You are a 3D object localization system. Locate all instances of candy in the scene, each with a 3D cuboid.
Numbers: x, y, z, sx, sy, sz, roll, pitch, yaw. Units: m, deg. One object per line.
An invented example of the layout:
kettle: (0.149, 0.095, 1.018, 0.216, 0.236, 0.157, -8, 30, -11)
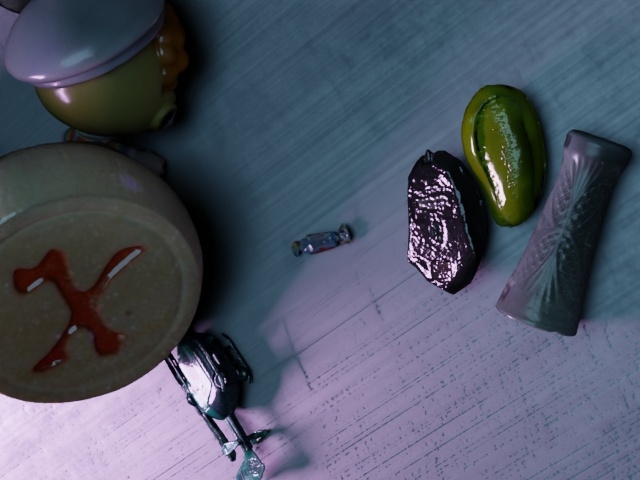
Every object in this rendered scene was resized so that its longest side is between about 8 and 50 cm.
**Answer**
candy: (0.000, 0.000, 1.644, 0.083, 0.020, 0.030, -12, 88, 27)

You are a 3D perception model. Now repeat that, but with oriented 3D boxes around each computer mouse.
computer mouse: (0.150, -0.024, 1.551, 0.099, 0.057, 0.172, -4, 96, 44)

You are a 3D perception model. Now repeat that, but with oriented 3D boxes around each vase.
vase: (0.277, -0.011, 1.481, 0.096, 0.096, 0.219, 22, 99, 22)

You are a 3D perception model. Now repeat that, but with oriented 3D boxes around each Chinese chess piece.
Chinese chess piece: (-0.312, 0.041, 1.623, 0.338, 0.338, 0.140, -54, 38, 18)

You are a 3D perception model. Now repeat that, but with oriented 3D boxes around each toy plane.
toy plane: (-0.133, 0.202, 1.699, 0.096, 0.060, 0.235, -41, 74, 29)

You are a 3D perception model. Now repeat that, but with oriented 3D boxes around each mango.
mango: (0.211, -0.098, 1.515, 0.091, 0.074, 0.165, -4, 99, 24)

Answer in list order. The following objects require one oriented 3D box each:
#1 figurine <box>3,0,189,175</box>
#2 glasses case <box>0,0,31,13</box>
figurine: (-0.282, -0.147, 1.672, 0.224, 0.205, 0.382, 5, 104, 30)
glasses case: (-0.319, -0.426, 1.711, 0.060, 0.114, 0.299, 43, 109, 14)
